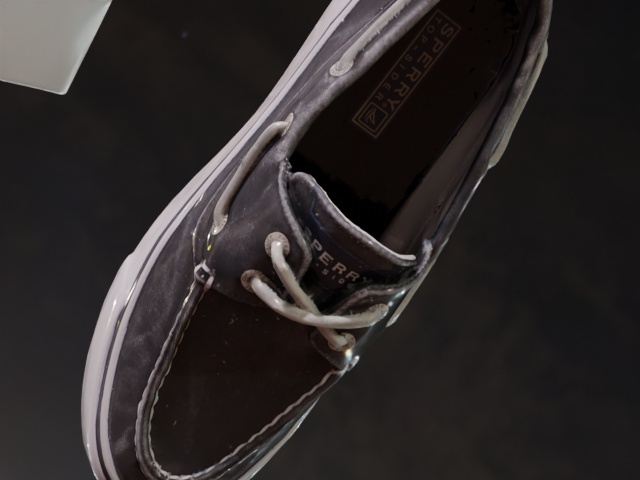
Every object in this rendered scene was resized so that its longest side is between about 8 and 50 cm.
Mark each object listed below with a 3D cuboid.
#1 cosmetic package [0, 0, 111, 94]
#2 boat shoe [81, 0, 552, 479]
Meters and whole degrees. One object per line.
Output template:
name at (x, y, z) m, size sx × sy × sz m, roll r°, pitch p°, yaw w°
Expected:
cosmetic package at (-0.372, -0.239, 1.001) m, size 0.284 × 0.097 × 0.377 m, roll 39°, pitch 18°, yaw 35°
boat shoe at (0.000, 0.000, 0.620) m, size 0.108 × 0.301 × 0.102 m, roll 36°, pitch 1°, yaw -18°
